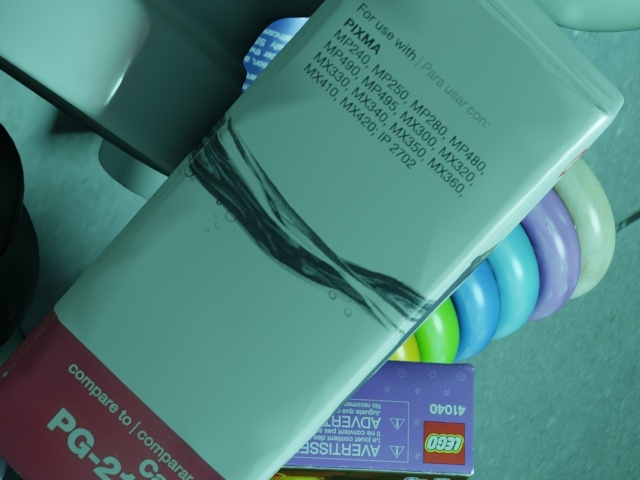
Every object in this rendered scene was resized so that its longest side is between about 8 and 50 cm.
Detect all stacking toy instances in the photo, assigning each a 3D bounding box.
[{"bbox_3d":[0.043,0.048,1.178,0.330,0.141,0.141,-34,146,-33],"label":"stacking toy"}]

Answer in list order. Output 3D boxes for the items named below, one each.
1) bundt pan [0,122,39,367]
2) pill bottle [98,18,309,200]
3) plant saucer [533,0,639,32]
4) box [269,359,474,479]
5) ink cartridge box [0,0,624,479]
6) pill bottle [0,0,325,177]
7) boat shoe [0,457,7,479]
[{"bbox_3d":[-0.238,0.051,0.716,0.331,0.124,0.331,-41,150,-31],"label":"bundt pan"},{"bbox_3d":[-0.039,-0.109,0.886,0.112,0.112,0.187,-7,124,-57],"label":"pill bottle"},{"bbox_3d":[0.296,-0.221,1.126,0.400,0.100,0.400,-27,172,-4],"label":"plant saucer"},{"bbox_3d":[-0.047,0.119,0.938,0.293,0.201,0.057,111,-18,-71],"label":"box"},{"bbox_3d":[0.000,0.000,0.686,0.237,0.100,0.172,-47,177,12],"label":"ink cartridge box"},{"bbox_3d":[-0.021,-0.218,0.689,0.363,0.210,0.210,-56,153,-2],"label":"pill bottle"},{"bbox_3d":[-0.252,0.191,0.871,0.277,0.098,0.096,-40,148,-32],"label":"boat shoe"}]
